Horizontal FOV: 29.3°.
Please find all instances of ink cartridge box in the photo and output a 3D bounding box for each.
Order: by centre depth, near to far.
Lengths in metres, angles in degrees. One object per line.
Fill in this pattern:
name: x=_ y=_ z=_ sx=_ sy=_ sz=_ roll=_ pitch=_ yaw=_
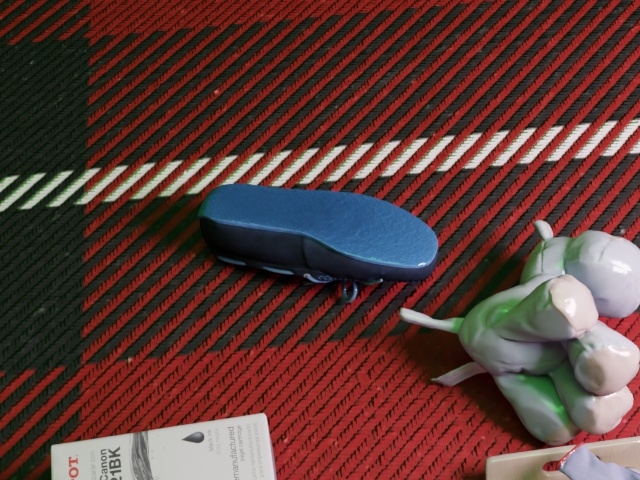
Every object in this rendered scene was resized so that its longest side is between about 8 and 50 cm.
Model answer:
ink cartridge box: x=-0.185 y=0.338 z=1.491 sx=0.272 sy=0.114 sz=0.197 roll=-9 pitch=57 yaw=-2

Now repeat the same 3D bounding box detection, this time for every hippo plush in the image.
hippo plush: x=0.316 y=0.111 z=1.599 sx=0.294 sy=0.234 sz=0.236 roll=-12 pitch=22 yaw=45

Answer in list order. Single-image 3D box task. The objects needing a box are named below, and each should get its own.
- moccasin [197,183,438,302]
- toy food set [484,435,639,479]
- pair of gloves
moccasin: x=0.000 y=0.000 z=1.709 sx=0.341 sy=0.117 sz=0.138 roll=15 pitch=46 yaw=17
toy food set: x=0.332 y=0.376 z=1.435 sx=0.219 sy=0.092 sz=0.306 roll=-7 pitch=46 yaw=-3
pair of gloves: x=0.299 y=0.329 z=1.426 sx=0.198 sy=0.023 sz=0.159 roll=-36 pitch=47 yaw=-15
